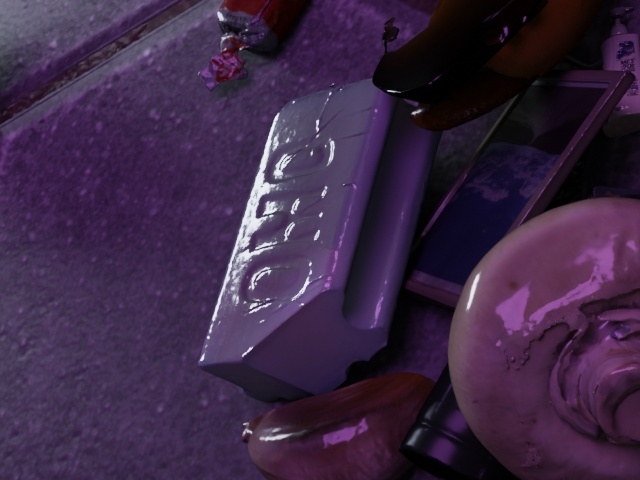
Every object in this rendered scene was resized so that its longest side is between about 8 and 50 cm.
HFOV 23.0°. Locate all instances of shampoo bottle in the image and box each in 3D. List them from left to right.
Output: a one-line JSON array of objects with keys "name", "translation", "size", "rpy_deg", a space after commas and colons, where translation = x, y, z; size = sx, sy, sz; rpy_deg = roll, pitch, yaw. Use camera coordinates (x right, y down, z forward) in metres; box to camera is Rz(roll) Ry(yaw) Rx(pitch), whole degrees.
[{"name": "shampoo bottle", "translation": [0.284, -0.162, 1.477], "size": [0.049, 0.034, 0.141], "rpy_deg": [-20, 52, 28]}]

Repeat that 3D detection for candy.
[{"name": "candy", "translation": [-0.048, -0.289, 1.748], "size": [0.086, 0.059, 0.292], "rpy_deg": [17, 72, 40]}]

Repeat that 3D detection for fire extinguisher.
[{"name": "fire extinguisher", "translation": [0.189, 0.072, 1.359], "size": [0.114, 0.095, 0.311], "rpy_deg": [30, 79, -5]}]

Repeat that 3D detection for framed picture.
[{"name": "framed picture", "translation": [0.169, -0.048, 1.427], "size": [0.260, 0.023, 0.189], "rpy_deg": [-54, 18, -5]}]

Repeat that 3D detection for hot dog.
[{"name": "hot dog", "translation": [0.175, -0.203, 1.487], "size": [0.326, 0.107, 0.194], "rpy_deg": [-46, 24, -20]}]

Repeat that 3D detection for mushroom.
[{"name": "mushroom", "translation": [0.222, 0.090, 1.199], "size": [0.246, 0.246, 0.202], "rpy_deg": [-40, 13, 5]}]

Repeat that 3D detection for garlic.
[{"name": "garlic", "translation": [0.013, 0.184, 1.406], "size": [0.196, 0.087, 0.101], "rpy_deg": [-19, 31, 27]}]

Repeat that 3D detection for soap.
[{"name": "soap", "translation": [0.000, 0.000, 1.493], "size": [0.173, 0.095, 0.289], "rpy_deg": [-10, 57, 47]}]
